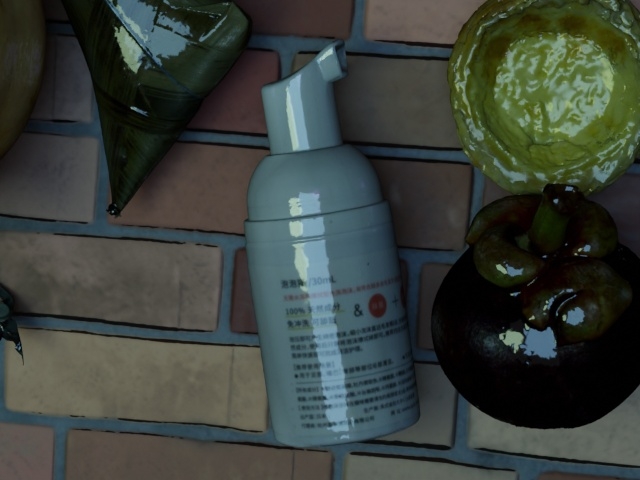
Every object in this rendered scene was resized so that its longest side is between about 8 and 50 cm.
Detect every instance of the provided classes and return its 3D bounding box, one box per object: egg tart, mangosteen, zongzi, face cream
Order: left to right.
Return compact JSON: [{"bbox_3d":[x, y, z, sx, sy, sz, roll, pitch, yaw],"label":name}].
[{"bbox_3d":[-0.211,-0.179,1.530,0.221,0.112,0.242,37,100,0],"label":"zongzi"},{"bbox_3d":[0.000,0.000,1.510,0.145,0.145,0.370,-8,94,8],"label":"face cream"},{"bbox_3d":[0.205,0.049,1.444,0.211,0.211,0.250,-1,129,7],"label":"mangosteen"},{"bbox_3d":[0.220,-0.145,1.492,0.212,0.090,0.213,1,98,9],"label":"egg tart"}]

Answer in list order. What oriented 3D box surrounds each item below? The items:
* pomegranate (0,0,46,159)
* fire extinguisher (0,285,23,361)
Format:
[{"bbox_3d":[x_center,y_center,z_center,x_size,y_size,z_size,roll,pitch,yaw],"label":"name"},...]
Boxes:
[{"bbox_3d":[-0.438,-0.150,1.424,0.411,0.411,0.411,1,97,7],"label":"pomegranate"},{"bbox_3d":[-0.421,0.054,1.593,0.294,0.118,0.093,15,133,5],"label":"fire extinguisher"}]
